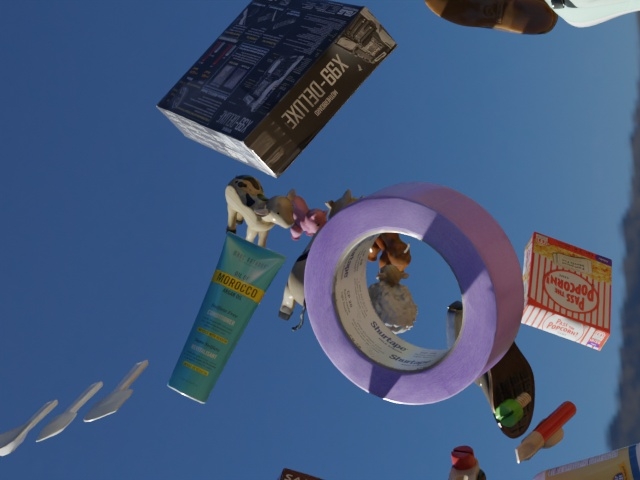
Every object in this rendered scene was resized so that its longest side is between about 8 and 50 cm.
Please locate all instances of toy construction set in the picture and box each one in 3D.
[{"bbox_3d":[0.249,0.387,2.029,0.237,0.257,0.308,-32,-37,-42],"label":"toy construction set"}]

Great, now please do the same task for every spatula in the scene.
[{"bbox_3d":[-0.277,0.183,1.569,0.242,0.168,0.019,-69,-46,-81],"label":"spatula"}]

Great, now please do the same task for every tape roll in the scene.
[{"bbox_3d":[0.118,0.067,1.821,0.090,0.275,0.274,-25,-73,-56],"label":"tape roll"}]

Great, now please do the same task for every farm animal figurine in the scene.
[{"bbox_3d":[0.000,0.000,2.328,0.326,0.330,0.172,-86,8,-49],"label":"farm animal figurine"}]

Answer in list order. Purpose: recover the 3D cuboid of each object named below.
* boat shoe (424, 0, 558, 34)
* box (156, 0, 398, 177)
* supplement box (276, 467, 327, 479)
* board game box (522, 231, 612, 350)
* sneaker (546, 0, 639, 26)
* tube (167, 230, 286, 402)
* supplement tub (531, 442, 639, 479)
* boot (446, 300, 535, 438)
[{"bbox_3d":[0.261,-0.357,2.174,0.073,0.207,0.073,-38,-35,-67],"label":"boat shoe"},{"bbox_3d":[-0.068,-0.224,1.941,0.242,0.307,0.076,-49,-59,-9],"label":"box"},{"bbox_3d":[-0.054,0.421,1.795,0.130,0.073,0.239,117,168,-66],"label":"supplement box"},{"bbox_3d":[0.411,0.083,2.379,0.193,0.147,0.045,-76,6,-50],"label":"board game box"},{"bbox_3d":[0.386,-0.343,1.769,0.151,0.256,0.094,13,-118,-54],"label":"sneaker"},{"bbox_3d":[-0.121,0.097,1.759,0.052,0.080,0.207,103,-168,-84],"label":"tube"},{"bbox_3d":[0.353,0.350,1.818,0.144,0.200,0.144,-20,-90,-74],"label":"supplement tub"},{"bbox_3d":[0.252,0.186,2.120,0.106,0.082,0.219,24,134,60],"label":"boot"}]
